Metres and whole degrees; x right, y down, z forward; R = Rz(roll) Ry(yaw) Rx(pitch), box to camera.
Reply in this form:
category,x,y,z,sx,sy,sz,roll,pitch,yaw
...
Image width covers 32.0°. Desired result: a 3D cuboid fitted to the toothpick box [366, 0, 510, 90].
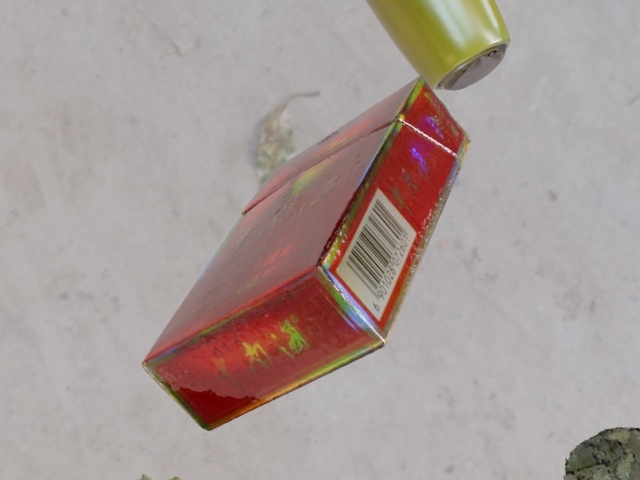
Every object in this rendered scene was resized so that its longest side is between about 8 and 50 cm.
category,x,y,z,sx,sy,sz,roll,pitch,yaw
toothpick box,0.167,-0.363,1.681,0.175,0.175,0.271,-25,81,-32

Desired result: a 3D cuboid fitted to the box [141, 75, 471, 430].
category,x,y,z,sx,sy,sz,roll,pitch,yaw
box,-0.001,0.001,0.949,0.089,0.197,0.313,49,36,-14

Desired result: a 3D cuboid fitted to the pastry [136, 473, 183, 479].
category,x,y,z,sx,sy,sz,roll,pitch,yaw
pastry,-0.137,0.340,0.973,0.255,0.162,0.311,3,108,1

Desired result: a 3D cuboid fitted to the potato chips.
category,x,y,z,sx,sy,sz,roll,pitch,yaw
potato chips,0.371,0.294,1.243,0.220,0.202,0.029,29,42,32
